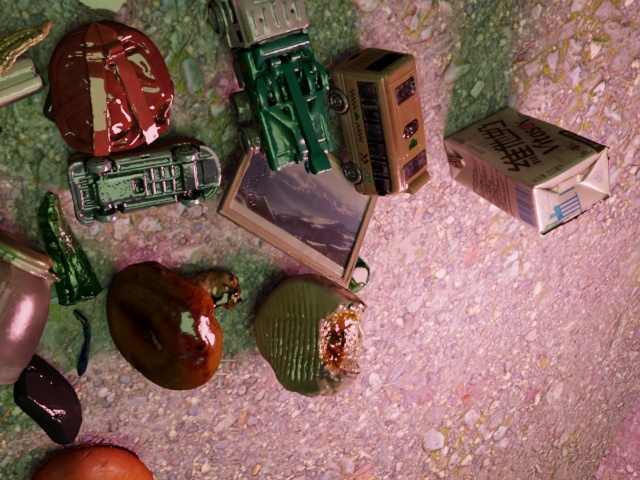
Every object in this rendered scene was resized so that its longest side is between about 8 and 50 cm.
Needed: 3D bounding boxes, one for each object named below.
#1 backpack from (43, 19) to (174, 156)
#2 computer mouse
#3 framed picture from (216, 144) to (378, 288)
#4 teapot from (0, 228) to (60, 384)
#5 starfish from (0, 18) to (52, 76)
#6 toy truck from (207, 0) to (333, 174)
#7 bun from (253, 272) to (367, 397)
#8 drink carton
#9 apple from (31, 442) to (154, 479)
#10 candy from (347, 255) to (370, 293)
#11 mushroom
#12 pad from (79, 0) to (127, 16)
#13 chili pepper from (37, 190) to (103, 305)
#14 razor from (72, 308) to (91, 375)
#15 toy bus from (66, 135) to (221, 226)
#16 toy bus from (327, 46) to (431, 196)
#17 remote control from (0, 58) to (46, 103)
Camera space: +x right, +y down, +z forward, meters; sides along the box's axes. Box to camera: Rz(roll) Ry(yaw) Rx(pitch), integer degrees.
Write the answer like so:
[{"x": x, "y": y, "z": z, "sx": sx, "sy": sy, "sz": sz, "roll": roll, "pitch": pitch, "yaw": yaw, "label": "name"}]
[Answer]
[{"x": -0.353, "y": -0.258, "z": 1.151, "sx": 0.229, "sy": 0.139, "sz": 0.229, "roll": -13, "pitch": 122, "yaw": -22, "label": "backpack"}, {"x": -0.537, "y": 0.324, "z": 1.385, "sx": 0.073, "sy": 0.122, "sz": 0.217, "roll": -24, "pitch": 128, "yaw": 0, "label": "computer mouse"}, {"x": -0.031, "y": -0.082, "z": 1.394, "sx": 0.335, "sy": 0.022, "sz": 0.247, "roll": 33, "pitch": 66, "yaw": -30, "label": "framed picture"}, {"x": -0.610, "y": 0.076, "z": 1.192, "sx": 0.239, "sy": 0.321, "sz": 0.239, "roll": -60, "pitch": 167, "yaw": -7, "label": "teapot"}, {"x": -0.554, "y": -0.270, "z": 1.017, "sx": 0.302, "sy": 0.299, "sz": 0.060, "roll": -43, "pitch": 159, "yaw": -25, "label": "starfish"}, {"x": -0.071, "y": -0.293, "z": 1.227, "sx": 0.176, "sy": 0.178, "sz": 0.364, "roll": -22, "pitch": 106, "yaw": -18, "label": "toy truck"}, {"x": -0.008, "y": 0.209, "z": 1.529, "sx": 0.204, "sy": 0.281, "sz": 0.282, "roll": 8, "pitch": 115, "yaw": -60, "label": "bun"}, {"x": 0.447, "y": -0.165, "z": 1.505, "sx": 0.194, "sy": 0.324, "sz": 0.132, "roll": -28, "pitch": 125, "yaw": -13, "label": "drink carton"}, {"x": -0.495, "y": 0.577, "z": 1.490, "sx": 0.251, "sy": 0.206, "sz": 0.272, "roll": -48, "pitch": 128, "yaw": 7, "label": "apple"}, {"x": -0.002, "y": 0.000, "z": 1.528, "sx": 0.097, "sy": 0.097, "sz": 0.323, "roll": -43, "pitch": 118, "yaw": -1, "label": "candy"}, {"x": -0.302, "y": 0.171, "z": 1.390, "sx": 0.267, "sy": 0.267, "sz": 0.254, "roll": -57, "pitch": 160, "yaw": 9, "label": "mushroom"}, {"x": -0.334, "y": -0.512, "z": 1.110, "sx": 0.176, "sy": 0.002, "sz": 0.266, "roll": 35, "pitch": 96, "yaw": -37, "label": "pad"}, {"x": -0.476, "y": 0.011, "z": 1.291, "sx": 0.088, "sy": 0.059, "sz": 0.227, "roll": -18, "pitch": 119, "yaw": -23, "label": "chili pepper"}, {"x": -0.484, "y": 0.212, "z": 1.407, "sx": 0.028, "sy": 0.044, "sz": 0.155, "roll": -22, "pitch": 131, "yaw": -48, "label": "razor"}, {"x": -0.322, "y": -0.121, "z": 1.254, "sx": 0.265, "sy": 0.120, "sz": 0.121, "roll": -13, "pitch": 121, "yaw": -21, "label": "toy bus"}, {"x": 0.128, "y": -0.229, "z": 1.385, "sx": 0.139, "sy": 0.157, "sz": 0.290, "roll": -38, "pitch": 130, "yaw": -35, "label": "toy bus"}, {"x": -0.577, "y": -0.213, "z": 1.080, "sx": 0.277, "sy": 0.103, "sz": 0.056, "roll": -26, "pitch": 105, "yaw": -13, "label": "remote control"}]
